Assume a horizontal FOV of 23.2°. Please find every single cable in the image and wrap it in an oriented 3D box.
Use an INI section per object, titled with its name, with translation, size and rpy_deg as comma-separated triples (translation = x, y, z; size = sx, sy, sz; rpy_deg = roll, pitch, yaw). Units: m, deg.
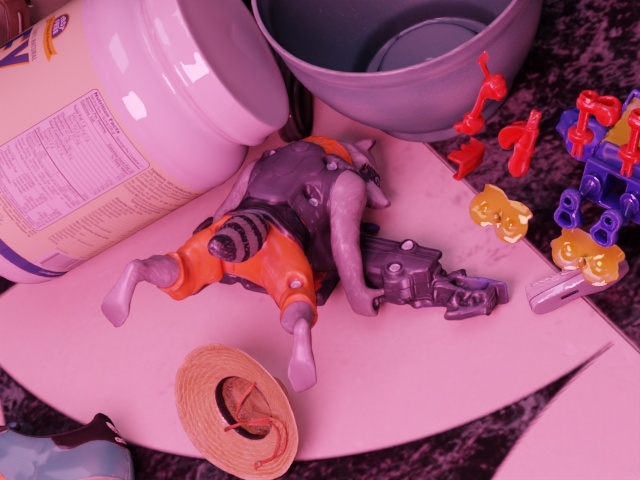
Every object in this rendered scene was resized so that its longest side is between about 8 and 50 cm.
[cable]
translation = -0.048, -0.251, 1.692
size = 0.072, 0.139, 0.287
rpy_deg = -2, 96, 14

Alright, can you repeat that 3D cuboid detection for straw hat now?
[straw hat]
translation = -0.064, 0.154, 1.481
size = 0.144, 0.144, 0.061
rpy_deg = 18, 28, 29

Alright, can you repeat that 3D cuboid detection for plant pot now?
[plant pot]
translation = 0.097, -0.224, 1.596
size = 0.293, 0.196, 0.293
rpy_deg = -9, 54, 13

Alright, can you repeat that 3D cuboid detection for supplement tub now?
[supplement tub]
translation = -0.219, -0.123, 1.580
size = 0.325, 0.235, 0.235
rpy_deg = -29, 51, 19

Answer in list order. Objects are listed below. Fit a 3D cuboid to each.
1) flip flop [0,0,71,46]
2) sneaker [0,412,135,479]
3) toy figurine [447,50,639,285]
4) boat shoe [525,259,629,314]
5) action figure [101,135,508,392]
[flip flop]
translation = -0.369, -0.223, 1.731
size = 0.112, 0.080, 0.277
rpy_deg = 33, 55, 14
[sneaker]
translation = -0.324, 0.248, 1.496
size = 0.302, 0.108, 0.121
rpy_deg = -13, 53, 2
[toy figurine]
translation = 0.326, -0.079, 1.427
size = 0.362, 0.191, 0.217
rpy_deg = 27, 45, 28
[boat shoe]
translation = 0.240, 0.034, 1.473
size = 0.100, 0.035, 0.035
rpy_deg = -26, 55, 10
[action figure]
translation = 0.000, 0.000, 1.475
size = 0.341, 0.178, 0.330
rpy_deg = 7, 33, 19
